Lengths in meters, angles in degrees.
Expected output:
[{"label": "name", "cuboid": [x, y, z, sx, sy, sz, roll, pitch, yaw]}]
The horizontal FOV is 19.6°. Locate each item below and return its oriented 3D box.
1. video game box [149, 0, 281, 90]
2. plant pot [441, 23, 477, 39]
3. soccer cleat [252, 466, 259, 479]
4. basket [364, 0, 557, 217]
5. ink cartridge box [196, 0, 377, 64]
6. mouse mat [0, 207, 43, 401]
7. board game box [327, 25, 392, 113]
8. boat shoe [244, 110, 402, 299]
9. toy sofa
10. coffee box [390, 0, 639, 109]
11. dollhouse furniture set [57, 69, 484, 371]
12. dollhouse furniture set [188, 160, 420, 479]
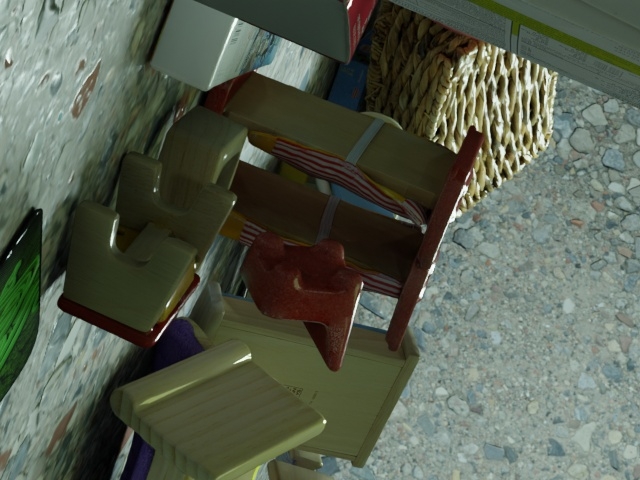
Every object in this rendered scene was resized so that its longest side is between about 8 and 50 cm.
[{"label": "video game box", "cuboid": [-0.032, -0.205, 1.178, 0.187, 0.048, 0.205, -36, 149, -74]}, {"label": "plant pot", "cuboid": [0.168, -0.302, 1.718, 0.243, 0.275, 0.275, -173, -73, -85]}, {"label": "soccer cleat", "cuboid": [-0.110, 0.248, 2.034, 0.289, 0.093, 0.121, 105, 11, -59]}, {"label": "basket", "cuboid": [0.114, -0.194, 2.008, 0.213, 0.223, 0.299, -37, 153, -20]}, {"label": "ink cartridge box", "cuboid": [-0.007, -0.209, 0.978, 0.127, 0.128, 0.176, 78, 37, -81]}, {"label": "mouse mat", "cuboid": [-0.198, 0.088, 1.017, 0.152, 0.007, 0.190, 105, 9, -56]}, {"label": "board game box", "cuboid": [0.038, -0.153, 2.083, 0.211, 0.039, 0.160, -51, 162, -67]}, {"label": "boat shoe", "cuboid": [0.004, 0.002, 1.956, 0.113, 0.127, 0.340, -64, 174, -67]}, {"label": "toy sofa", "cuboid": [-0.150, 0.254, 1.570, 0.150, 0.177, 0.362, -22, 141, -49]}, {"label": "coffee box", "cuboid": [0.200, -0.317, 1.411, 0.334, 0.338, 0.338, 12, 102, -84]}, {"label": "dollhouse furniture set", "cuboid": [-0.030, 0.010, 1.273, 0.374, 0.201, 0.152, -57, 169, -63]}, {"label": "dollhouse furniture set", "cuboid": [-0.065, 0.088, 1.779, 0.303, 0.198, 0.286, -104, -146, -55]}]
